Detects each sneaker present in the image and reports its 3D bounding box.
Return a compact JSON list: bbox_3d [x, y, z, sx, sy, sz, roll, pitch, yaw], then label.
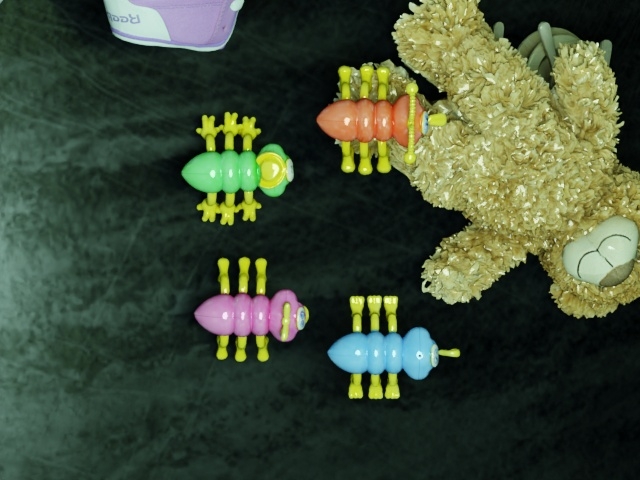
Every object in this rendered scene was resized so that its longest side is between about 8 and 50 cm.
[{"bbox_3d":[-0.068,-0.246,1.507,0.282,0.102,0.161,-28,130,-32],"label":"sneaker"}]

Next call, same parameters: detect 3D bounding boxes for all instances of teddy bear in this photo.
[{"bbox_3d":[0.167,-0.062,1.582,0.245,0.113,0.338,-34,103,-5],"label":"teddy bear"}]

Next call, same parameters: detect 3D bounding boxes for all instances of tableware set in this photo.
[{"bbox_3d":[0.209,-0.094,1.664,0.128,0.039,0.194,5,90,-26],"label":"tableware set"}]

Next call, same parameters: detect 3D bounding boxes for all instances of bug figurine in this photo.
[{"bbox_3d":[0.000,0.000,1.510,0.216,0.072,0.279,-4,96,1],"label":"bug figurine"}]

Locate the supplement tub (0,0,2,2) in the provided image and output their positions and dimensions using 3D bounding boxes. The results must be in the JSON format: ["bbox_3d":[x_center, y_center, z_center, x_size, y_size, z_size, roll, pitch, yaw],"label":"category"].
[{"bbox_3d":[-0.290,-0.267,1.312,0.228,0.228,0.316,44,75,-21],"label":"supplement tub"}]
